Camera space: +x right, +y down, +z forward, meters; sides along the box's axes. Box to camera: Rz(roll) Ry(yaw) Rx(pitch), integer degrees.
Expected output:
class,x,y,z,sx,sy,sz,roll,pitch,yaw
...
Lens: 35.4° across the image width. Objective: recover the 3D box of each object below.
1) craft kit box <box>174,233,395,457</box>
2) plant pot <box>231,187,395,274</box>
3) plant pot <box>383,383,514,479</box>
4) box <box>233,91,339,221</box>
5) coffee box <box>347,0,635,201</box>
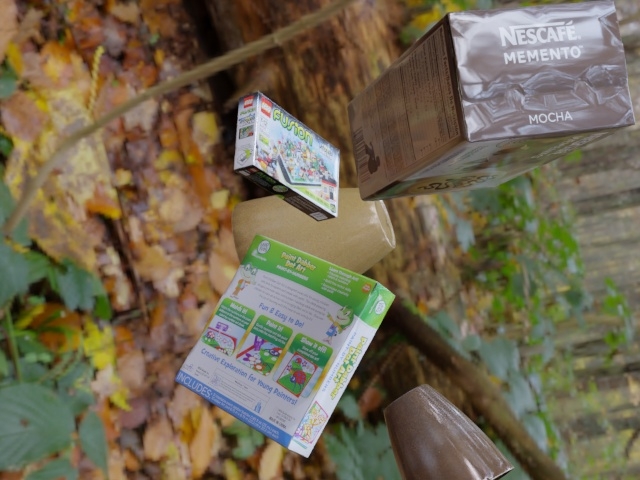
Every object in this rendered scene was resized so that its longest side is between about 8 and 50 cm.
class,x,y,z,sx,sy,sz,roll,pitch,yaw
craft kit box,-0.055,0.135,1.379,0.061,0.250,0.246,34,81,-46
plant pot,0.000,0.000,1.850,0.237,0.254,0.237,-20,90,-76
plant pot,0.231,0.410,1.989,0.230,0.215,0.215,58,4,18
box,-0.044,-0.115,1.423,0.207,0.036,0.114,30,56,-51
coffee box,0.154,-0.127,0.997,0.297,0.168,0.118,153,-71,-72
